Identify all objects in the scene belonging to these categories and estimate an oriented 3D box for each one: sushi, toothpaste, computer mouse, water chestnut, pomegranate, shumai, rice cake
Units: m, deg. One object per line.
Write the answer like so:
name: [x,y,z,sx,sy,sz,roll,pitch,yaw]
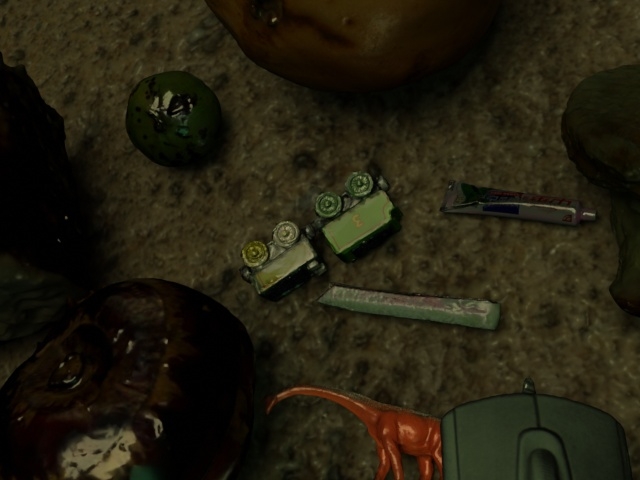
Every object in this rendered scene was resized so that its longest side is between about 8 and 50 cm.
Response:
sushi: [-0.427,-0.026,1.075,0.281,0.299,0.294,-14,67,-11]
toothpaste: [0.216,-0.039,0.999,0.169,0.028,0.045,9,63,25]
computer mouse: [0.195,0.303,0.813,0.188,0.122,0.371,3,71,1]
water chestnut: [-0.182,0.197,0.942,0.300,0.300,0.300,-6,69,17]
pomegranate: [-0.181,-0.161,1.145,0.122,0.122,0.161,-14,29,14]
shumai: [0.350,-0.053,0.916,0.222,0.204,0.272,8,39,19]
rice cake: [0.095,0.070,0.998,0.207,0.033,0.033,6,83,22]
pomegranate: [0.046,-0.371,1.002,0.410,0.410,0.410,-6,69,17]

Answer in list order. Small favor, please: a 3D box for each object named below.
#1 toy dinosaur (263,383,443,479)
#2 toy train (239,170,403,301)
toy dinosaur: [0.073,0.207,0.935,0.279,0.055,0.101,6,65,5]
toy train: [0.000,0.000,1.041,0.202,0.060,0.081,-34,69,7]
